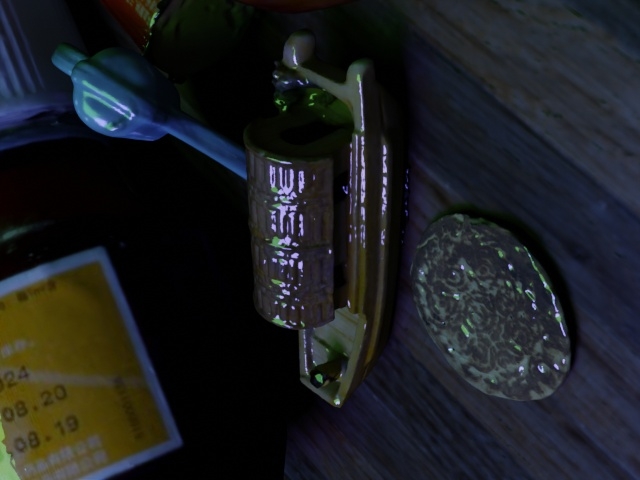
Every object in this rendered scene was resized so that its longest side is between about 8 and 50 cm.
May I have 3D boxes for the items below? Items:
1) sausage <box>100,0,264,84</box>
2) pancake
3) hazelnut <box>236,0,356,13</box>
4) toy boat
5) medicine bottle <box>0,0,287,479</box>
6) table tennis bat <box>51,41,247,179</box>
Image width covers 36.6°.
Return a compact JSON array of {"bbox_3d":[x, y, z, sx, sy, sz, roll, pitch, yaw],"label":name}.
[{"bbox_3d":[-0.142,-0.207,0.572,0.264,0.083,0.083,49,144,20],"label":"sausage"},{"bbox_3d":[0.086,0.036,0.508,0.115,0.011,0.115,31,136,36],"label":"pancake"},{"bbox_3d":[-0.008,-0.177,0.362,0.204,0.178,0.178,3,116,46],"label":"hazelnut"},{"bbox_3d":[0.000,0.000,0.527,0.068,0.088,0.226,31,135,36],"label":"toy boat"},{"bbox_3d":[-0.184,0.021,0.674,0.242,0.242,0.395,-40,66,55],"label":"medicine bottle"},{"bbox_3d":[-0.087,-0.069,0.519,0.149,0.038,0.237,32,-177,0],"label":"table tennis bat"}]
